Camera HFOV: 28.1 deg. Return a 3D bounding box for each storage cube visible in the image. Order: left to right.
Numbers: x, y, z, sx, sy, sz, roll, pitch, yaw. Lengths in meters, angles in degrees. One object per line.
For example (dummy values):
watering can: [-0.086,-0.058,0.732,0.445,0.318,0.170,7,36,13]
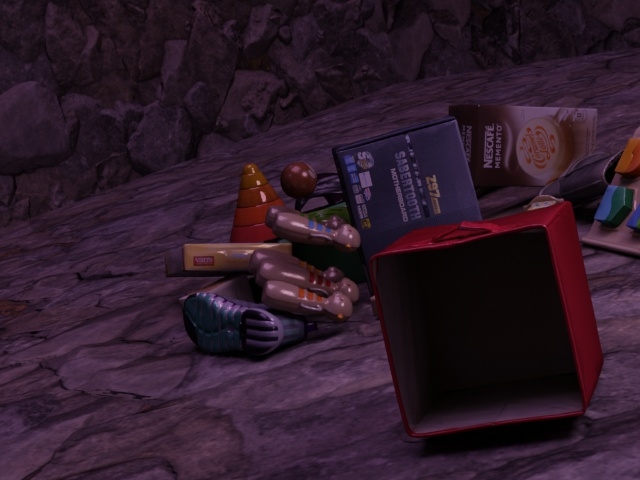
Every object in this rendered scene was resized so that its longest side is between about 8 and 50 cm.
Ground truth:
storage cube: [0.176,0.077,1.312,0.184,0.215,0.193,-11,6,19]

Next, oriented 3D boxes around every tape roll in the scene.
tape roll: [0.090,-0.011,2.126,0.321,0.077,0.321,-15,12,3]

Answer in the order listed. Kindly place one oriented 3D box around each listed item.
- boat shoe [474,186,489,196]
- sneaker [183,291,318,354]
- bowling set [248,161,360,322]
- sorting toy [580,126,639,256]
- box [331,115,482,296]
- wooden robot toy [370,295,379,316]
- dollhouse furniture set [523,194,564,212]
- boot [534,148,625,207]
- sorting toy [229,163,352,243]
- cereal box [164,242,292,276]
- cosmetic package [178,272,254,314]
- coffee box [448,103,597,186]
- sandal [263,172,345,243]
boat shoe: [0.268,-0.134,2.401,0.307,0.104,0.111,-24,15,-36]
sneaker: [-0.104,0.120,1.808,0.098,0.083,0.224,-3,10,-39]
bowling set: [0.000,0.000,1.834,0.154,0.199,0.287,14,11,-11]
sorting toy: [0.459,-0.078,1.794,0.208,0.038,0.193,-61,20,-4]
box: [0.134,-0.048,1.862,0.183,0.232,0.059,-15,10,-5]
wooden robot toy: [0.132,0.066,1.711,0.076,0.079,0.173,-22,14,-30]
dollhouse furniture set: [0.270,-0.003,1.802,0.161,0.101,0.182,-11,13,18]
boot: [0.452,-0.110,2.015,0.190,0.076,0.208,-36,-3,-28]
sorting toy: [-0.022,-0.070,2.040,0.127,0.126,0.366,-22,13,-41]
cereal box: [-0.154,0.033,2.083,0.173,0.047,0.240,-1,-3,-14]
cosmetic package: [-0.159,0.097,1.972,0.041,0.060,0.115,-4,14,43]
coffee box: [0.344,-0.160,2.185,0.247,0.141,0.098,-2,6,-26]
sandal: [0.062,-0.096,2.467,0.446,0.107,0.168,-23,14,-32]
